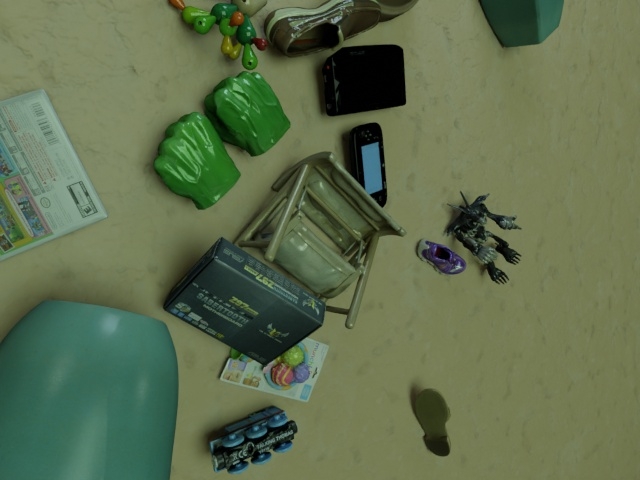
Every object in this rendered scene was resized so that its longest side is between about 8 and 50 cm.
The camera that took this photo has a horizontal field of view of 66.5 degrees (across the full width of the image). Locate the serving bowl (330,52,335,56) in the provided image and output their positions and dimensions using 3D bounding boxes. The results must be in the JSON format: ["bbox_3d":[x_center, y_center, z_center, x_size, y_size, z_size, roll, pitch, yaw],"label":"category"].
[{"bbox_3d":[0.041,-0.362,1.048,0.083,0.027,0.083,-9,104,-36],"label":"serving bowl"}]

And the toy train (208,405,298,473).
[{"bbox_3d":[-0.137,0.397,0.972,0.184,0.105,0.080,-12,93,-33],"label":"toy train"}]

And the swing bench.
[{"bbox_3d":[0.000,0.000,0.988,0.253,0.165,0.254,43,67,-29],"label":"swing bench"}]

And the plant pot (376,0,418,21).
[{"bbox_3d":[0.172,-0.607,0.989,0.263,0.229,0.263,-5,100,-33],"label":"plant pot"}]

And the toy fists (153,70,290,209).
[{"bbox_3d":[-0.182,-0.193,0.883,0.279,0.096,0.142,-49,127,-21],"label":"toy fists"}]

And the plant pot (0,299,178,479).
[{"bbox_3d":[-0.344,0.221,0.717,0.293,0.293,0.235,22,67,-34],"label":"plant pot"}]

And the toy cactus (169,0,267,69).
[{"bbox_3d":[-0.159,-0.419,0.867,0.219,0.112,0.180,48,51,-6],"label":"toy cactus"}]

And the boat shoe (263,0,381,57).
[{"bbox_3d":[0.021,-0.414,0.971,0.258,0.095,0.095,-22,65,-19],"label":"boat shoe"}]

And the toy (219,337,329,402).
[{"bbox_3d":[-0.078,0.261,1.025,0.237,0.056,0.136,27,81,-33],"label":"toy"}]

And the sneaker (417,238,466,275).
[{"bbox_3d":[0.324,0.050,1.261,0.170,0.071,0.068,22,83,-34],"label":"sneaker"}]

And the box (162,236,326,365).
[{"bbox_3d":[-0.135,0.118,0.876,0.233,0.183,0.059,35,36,-21],"label":"box"}]

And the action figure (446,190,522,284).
[{"bbox_3d":[0.448,-0.013,1.298,0.164,0.141,0.275,-48,121,-7],"label":"action figure"}]

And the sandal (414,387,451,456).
[{"bbox_3d":[0.311,0.466,1.314,0.079,0.088,0.240,-52,133,-54],"label":"sandal"}]

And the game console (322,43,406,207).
[{"bbox_3d":[0.112,-0.242,1.084,0.213,0.044,0.361,-19,112,-34],"label":"game console"}]

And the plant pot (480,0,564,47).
[{"bbox_3d":[0.530,-0.639,1.269,0.166,0.165,0.234,-43,125,-23],"label":"plant pot"}]

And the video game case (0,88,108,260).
[{"bbox_3d":[-0.461,-0.093,0.730,0.193,0.023,0.212,-26,110,-18],"label":"video game case"}]
